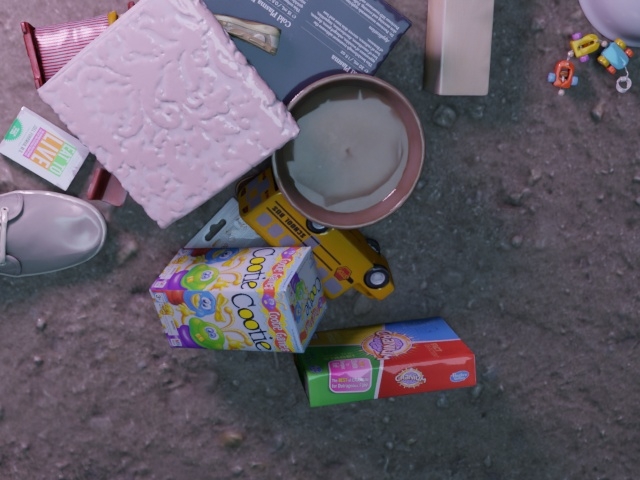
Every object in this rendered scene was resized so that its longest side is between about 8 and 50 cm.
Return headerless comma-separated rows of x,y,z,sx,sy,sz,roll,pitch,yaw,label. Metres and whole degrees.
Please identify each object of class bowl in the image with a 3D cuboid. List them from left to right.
0.650,-0.514,1.918,0.297,0.134,0.298,-2,104,-9,bowl

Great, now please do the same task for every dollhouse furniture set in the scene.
-0.377,-0.219,1.799,0.201,0.152,0.374,-15,98,-5,dollhouse furniture set

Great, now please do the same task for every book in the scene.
-0.512,-0.171,1.875,0.144,0.035,0.096,31,92,-14,book

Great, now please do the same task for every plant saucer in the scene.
0.048,-0.157,1.776,0.277,0.041,0.278,-3,106,-10,plant saucer

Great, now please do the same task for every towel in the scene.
-0.251,-0.223,1.694,0.317,0.053,0.332,-34,109,16,towel

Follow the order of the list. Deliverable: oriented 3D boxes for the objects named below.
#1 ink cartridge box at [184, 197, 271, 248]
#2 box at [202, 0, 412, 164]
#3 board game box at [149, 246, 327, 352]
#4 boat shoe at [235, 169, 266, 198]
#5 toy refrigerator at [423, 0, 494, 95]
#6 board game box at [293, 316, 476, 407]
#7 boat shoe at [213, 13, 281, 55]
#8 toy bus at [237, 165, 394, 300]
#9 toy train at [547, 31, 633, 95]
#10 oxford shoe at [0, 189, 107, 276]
-0.155,0.027,1.980,0.179,0.045,0.145,44,94,-1,ink cartridge box
-0.073,-0.367,1.817,0.343,0.179,0.313,35,96,-15,box
-0.149,0.106,1.861,0.275,0.144,0.142,-1,123,23,board game box
-0.078,-0.116,1.938,0.178,0.060,0.064,-25,106,-2,boat shoe
0.261,-0.414,1.905,0.102,0.094,0.270,-3,105,-15,toy refrigerator
0.115,0.231,1.959,0.316,0.242,0.064,-7,104,-8,board game box
-0.143,-0.348,1.692,0.153,0.056,0.048,9,98,-17,boat shoe
0.000,0.000,1.921,0.130,0.108,0.332,-37,122,15,toy bus
0.530,-0.345,1.987,0.166,0.046,0.125,4,104,-7,toy train
-0.620,-0.007,1.847,0.449,0.130,0.169,2,101,-11,oxford shoe
